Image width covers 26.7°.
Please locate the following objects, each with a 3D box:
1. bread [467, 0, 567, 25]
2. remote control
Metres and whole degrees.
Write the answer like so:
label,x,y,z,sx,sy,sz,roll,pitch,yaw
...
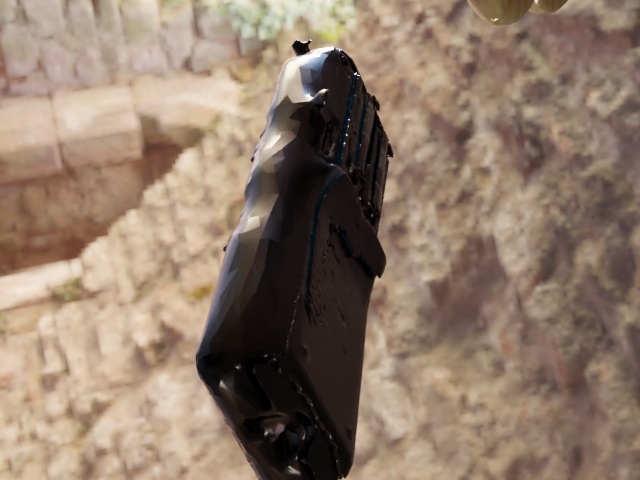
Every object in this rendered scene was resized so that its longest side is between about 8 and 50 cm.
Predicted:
label,x,y,z,sx,sy,sz,roll,pitch,yaw
bread,0.167,-0.312,1.019,0.054,0.316,0.316,18,-49,30
remote control,0.000,0.000,0.899,0.399,0.062,0.145,-80,148,-54
